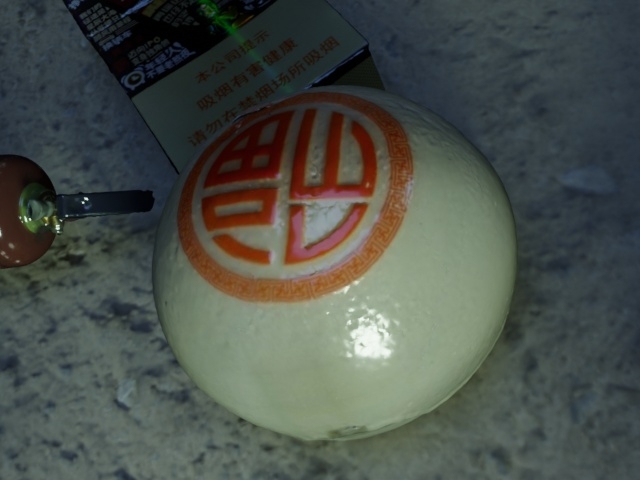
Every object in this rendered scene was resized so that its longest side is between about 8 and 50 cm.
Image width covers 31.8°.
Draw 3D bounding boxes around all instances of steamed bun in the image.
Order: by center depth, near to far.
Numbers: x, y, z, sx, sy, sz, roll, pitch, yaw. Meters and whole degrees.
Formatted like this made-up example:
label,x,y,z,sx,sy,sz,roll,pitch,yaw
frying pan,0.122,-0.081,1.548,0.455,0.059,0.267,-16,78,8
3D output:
label,x,y,z,sx,sy,sz,roll,pitch,yaw
steamed bun,0.000,0.000,0.838,0.283,0.177,0.283,-10,56,16

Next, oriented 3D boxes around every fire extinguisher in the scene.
label,x,y,z,sx,sy,sz,roll,pitch,yaw
fire extinguisher,-0.317,-0.024,1.027,0.344,0.138,0.102,-4,90,25

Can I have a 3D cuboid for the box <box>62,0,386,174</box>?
label,x,y,z,sx,sy,sz,roll,pitch,yaw
box,-0.097,-0.185,1.057,0.198,0.084,0.310,-35,53,-3
